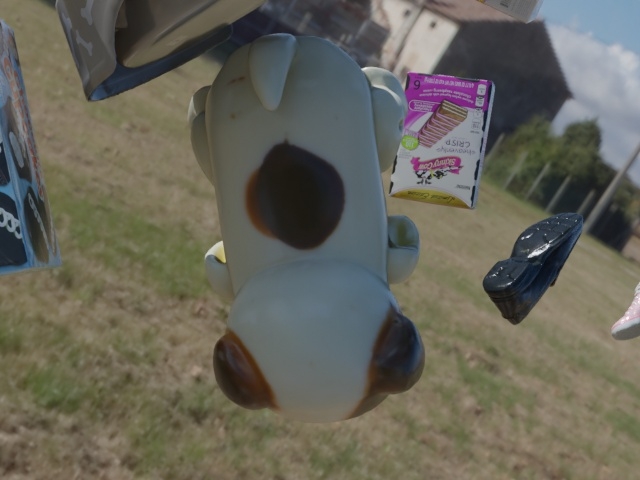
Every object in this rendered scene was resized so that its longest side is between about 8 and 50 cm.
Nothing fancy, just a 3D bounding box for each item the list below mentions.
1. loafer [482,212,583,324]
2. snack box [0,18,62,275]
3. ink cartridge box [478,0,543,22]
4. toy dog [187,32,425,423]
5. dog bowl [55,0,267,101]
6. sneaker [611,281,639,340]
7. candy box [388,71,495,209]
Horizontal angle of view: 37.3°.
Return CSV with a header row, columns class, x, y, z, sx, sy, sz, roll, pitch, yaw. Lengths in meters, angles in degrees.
class,x,y,z,sx,sy,sz,roll,pitch,yaw
loafer,0.256,0.029,1.118,0.062,0.170,0.061,10,-47,54
snack box,-0.391,-0.118,1.156,0.060,0.322,0.187,-12,1,-5
ink cartridge box,0.293,-0.464,1.610,0.198,0.115,0.067,29,28,12
toy dog,0.000,0.000,1.079,0.284,0.408,0.395,-4,-14,-7
dog bowl,-0.117,-0.273,0.986,0.102,0.348,0.349,60,8,-7
sneaker,0.494,0.104,1.470,0.051,0.134,0.070,90,-25,-55
candy box,0.222,-0.182,1.738,0.159,0.233,0.071,9,5,15
